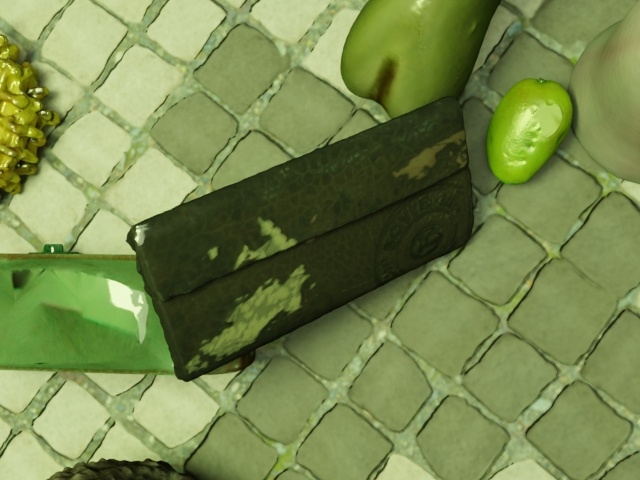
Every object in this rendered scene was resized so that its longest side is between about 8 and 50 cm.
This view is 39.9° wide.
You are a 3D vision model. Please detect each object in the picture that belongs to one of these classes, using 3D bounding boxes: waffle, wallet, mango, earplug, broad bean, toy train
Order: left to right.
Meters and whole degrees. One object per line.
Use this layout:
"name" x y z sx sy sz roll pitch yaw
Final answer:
"waffle" -0.388 -0.131 0.960 0.197 0.070 0.193 -31 83 10
"toy train" -0.206 0.067 0.873 0.327 0.159 0.129 1 90 9
"wallet" 0.000 0.000 0.783 0.321 0.170 0.044 -25 39 -20
"broad bean" 0.113 -0.231 0.812 0.121 0.189 0.263 30 106 7
"mango" 0.200 -0.105 0.855 0.073 0.056 0.108 23 96 19
"earplug" 0.304 -0.146 0.714 0.172 0.301 0.172 -1 87 10

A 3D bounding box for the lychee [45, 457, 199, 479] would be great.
"lychee" -0.185 0.341 0.785 0.300 0.300 0.299 0 87 10
